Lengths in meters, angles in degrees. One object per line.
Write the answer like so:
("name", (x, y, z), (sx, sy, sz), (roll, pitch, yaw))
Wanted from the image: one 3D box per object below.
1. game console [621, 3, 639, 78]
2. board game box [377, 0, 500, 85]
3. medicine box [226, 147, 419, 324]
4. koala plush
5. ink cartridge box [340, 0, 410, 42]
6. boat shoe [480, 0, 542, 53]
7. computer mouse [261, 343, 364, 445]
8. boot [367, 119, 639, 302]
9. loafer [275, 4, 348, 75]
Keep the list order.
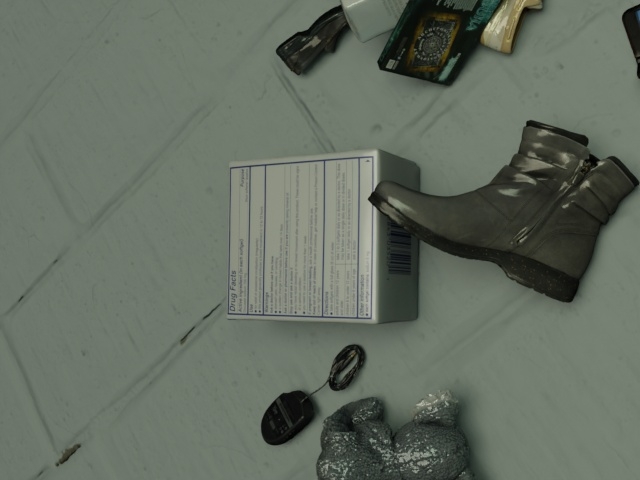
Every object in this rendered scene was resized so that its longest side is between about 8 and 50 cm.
("game console", (0.487, -0.291, 1.108), (0.144, 0.124, 0.085), (-21, 102, 29))
("board game box", (0.180, -0.322, 1.233), (0.186, 0.126, 0.026), (120, 149, -41))
("medicine box", (0.000, 0.000, 1.339), (0.289, 0.149, 0.264), (-1, 86, 31))
("koala plush", (0.123, 0.330, 1.234), (0.221, 0.203, 0.196), (-14, 80, 18))
("ink cartridge box", (0.186, -0.515, 1.276), (0.385, 0.091, 0.308), (-21, 58, 11))
("boat shoe", (0.306, -0.361, 1.236), (0.059, 0.063, 0.170), (33, 111, 15))
("computer mouse", (-0.010, 0.265, 1.398), (0.242, 0.041, 0.071), (-42, 50, 16))
("boot", (0.255, -0.074, 1.169), (0.338, 0.118, 0.223), (22, 99, -6))
("loafer", (0.007, -0.352, 1.422), (0.170, 0.062, 0.061), (-30, 111, 19))
